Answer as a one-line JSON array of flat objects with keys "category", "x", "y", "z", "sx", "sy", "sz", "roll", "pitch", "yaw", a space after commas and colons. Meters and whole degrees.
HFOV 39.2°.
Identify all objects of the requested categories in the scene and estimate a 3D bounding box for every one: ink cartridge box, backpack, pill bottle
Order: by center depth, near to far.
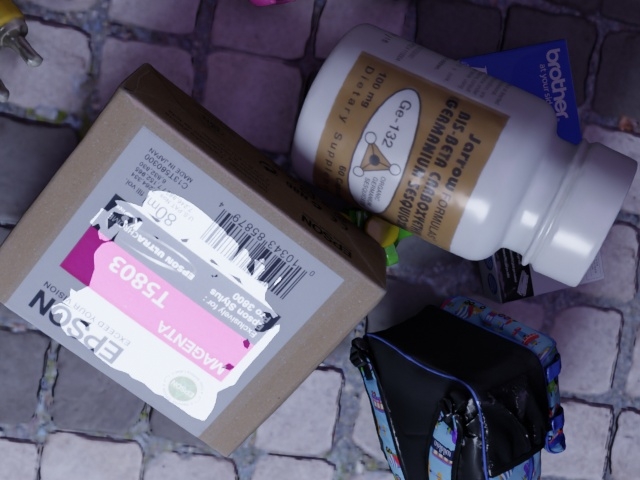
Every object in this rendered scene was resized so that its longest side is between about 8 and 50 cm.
[{"category": "ink cartridge box", "x": -0.098, "y": 0.019, "z": 0.669, "sx": 0.235, "sy": 0.088, "sz": 0.193, "roll": 37, "pitch": 108, "yaw": -12}, {"category": "pill bottle", "x": 0.105, "y": -0.060, "z": 0.671, "sx": 0.229, "sy": 0.131, "sz": 0.131, "roll": 26, "pitch": 90, "yaw": 11}, {"category": "backpack", "x": 0.117, "y": 0.152, "z": 0.723, "sx": 0.117, "sy": 0.158, "sz": 0.173, "roll": -22, "pitch": 113, "yaw": -26}, {"category": "ink cartridge box", "x": 0.173, "y": -0.058, "z": 0.765, "sx": 0.097, "sy": 0.046, "sz": 0.207, "roll": -13, "pitch": 97, "yaw": -10}]

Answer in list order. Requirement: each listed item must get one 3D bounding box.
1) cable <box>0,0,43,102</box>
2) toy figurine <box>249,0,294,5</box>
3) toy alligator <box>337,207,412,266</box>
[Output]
[{"category": "cable", "x": -0.323, "y": -0.224, "z": 0.664, "sx": 0.140, "sy": 0.072, "sz": 0.287, "roll": -25, "pitch": 87, "yaw": 9}, {"category": "toy figurine", "x": -0.024, "y": -0.254, "z": 0.666, "sx": 0.130, "sy": 0.173, "sz": 0.159, "roll": -12, "pitch": 115, "yaw": -48}, {"category": "toy alligator", "x": 0.000, "y": 0.000, "z": 0.731, "sx": 0.190, "sy": 0.056, "sz": 0.051, "roll": 0, "pitch": 96, "yaw": -11}]
